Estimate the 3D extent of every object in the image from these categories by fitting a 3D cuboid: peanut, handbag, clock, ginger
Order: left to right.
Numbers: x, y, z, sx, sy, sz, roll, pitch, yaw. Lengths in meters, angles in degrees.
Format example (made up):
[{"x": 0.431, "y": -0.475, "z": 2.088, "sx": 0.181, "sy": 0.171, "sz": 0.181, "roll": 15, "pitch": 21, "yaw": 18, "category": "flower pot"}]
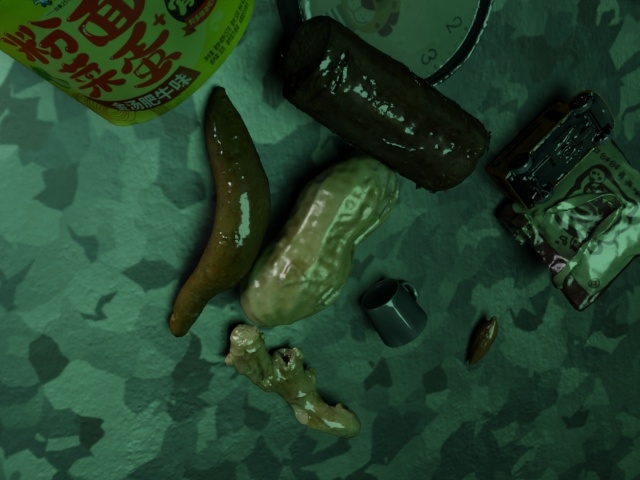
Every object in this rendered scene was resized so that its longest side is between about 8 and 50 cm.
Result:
[{"x": -0.031, "y": 0.214, "z": 1.355, "sx": 0.288, "sy": 0.075, "sz": 0.089, "roll": 39, "pitch": 84, "yaw": -27, "category": "ginger"}, {"x": 0.000, "y": 0.000, "z": 1.257, "sx": 0.130, "sy": 0.130, "sz": 0.290, "roll": 34, "pitch": 90, "yaw": -30, "category": "peanut"}, {"x": 0.094, "y": -0.339, "z": 1.222, "sx": 0.312, "sy": 0.061, "sz": 0.313, "roll": -8, "pitch": 111, "yaw": -22, "category": "clock"}, {"x": 0.424, "y": -0.040, "z": 1.439, "sx": 0.235, "sy": 0.127, "sz": 0.213, "roll": -41, "pitch": 87, "yaw": 0, "category": "handbag"}]

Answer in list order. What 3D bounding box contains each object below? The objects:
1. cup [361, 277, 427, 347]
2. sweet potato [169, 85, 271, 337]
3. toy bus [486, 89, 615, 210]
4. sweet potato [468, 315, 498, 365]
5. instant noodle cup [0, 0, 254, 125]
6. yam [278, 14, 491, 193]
[{"x": 0.113, "y": 0.099, "z": 1.383, "sx": 0.077, "sy": 0.078, "sz": 0.100, "roll": 54, "pitch": 47, "yaw": -25, "category": "cup"}, {"x": -0.123, "y": -0.022, "z": 1.214, "sx": 0.079, "sy": 0.108, "sz": 0.346, "roll": -9, "pitch": 116, "yaw": -61, "category": "sweet potato"}, {"x": 0.351, "y": -0.144, "z": 1.397, "sx": 0.194, "sy": 0.088, "sz": 0.083, "roll": -44, "pitch": 119, "yaw": -3, "category": "toy bus"}, {"x": 0.265, "y": 0.163, "z": 1.495, "sx": 0.034, "sy": 0.034, "sz": 0.095, "roll": 16, "pitch": 111, "yaw": -29, "category": "sweet potato"}, {"x": -0.223, "y": -0.281, "z": 0.974, "sx": 0.311, "sy": 0.311, "sz": 0.221, "roll": -49, "pitch": 130, "yaw": -3, "category": "instant noodle cup"}, {"x": 0.079, "y": -0.166, "z": 1.173, "sx": 0.279, "sy": 0.131, "sz": 0.131, "roll": 28, "pitch": 94, "yaw": -29, "category": "yam"}]
